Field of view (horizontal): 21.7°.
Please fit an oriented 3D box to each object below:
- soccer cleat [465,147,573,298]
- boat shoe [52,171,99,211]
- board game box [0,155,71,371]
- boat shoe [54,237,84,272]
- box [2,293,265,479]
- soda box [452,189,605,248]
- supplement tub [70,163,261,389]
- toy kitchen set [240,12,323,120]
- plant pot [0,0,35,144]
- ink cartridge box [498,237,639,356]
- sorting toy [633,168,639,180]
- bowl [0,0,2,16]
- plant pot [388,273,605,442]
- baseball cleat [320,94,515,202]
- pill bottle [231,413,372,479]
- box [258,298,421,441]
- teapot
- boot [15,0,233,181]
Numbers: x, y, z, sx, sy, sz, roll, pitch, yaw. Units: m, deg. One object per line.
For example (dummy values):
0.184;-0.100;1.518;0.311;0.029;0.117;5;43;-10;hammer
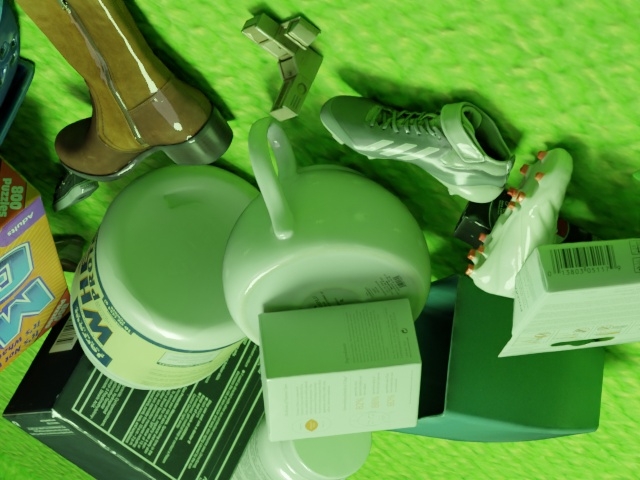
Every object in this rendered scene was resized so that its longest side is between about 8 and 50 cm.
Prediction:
0.219;-0.017;1.708;0.076;0.068;0.196;23;131;-7;soccer cleat
-0.335;-0.073;2.260;0.040;0.049;0.142;64;153;0;boat shoe
-0.594;0.020;2.215;0.356;0.356;0.356;41;160;17;board game box
-0.402;0.018;2.514;0.056;0.048;0.153;27;166;-29;boat shoe
-0.243;0.204;2.397;0.294;0.296;0.183;39;153;-23;box
0.232;0.002;1.794;0.169;0.053;0.060;27;155;0;soda box
-0.190;0.058;2.125;0.235;0.235;0.325;30;156;-6;supplement tub
-0.039;-0.179;1.686;0.083;0.075;0.068;35;154;-26;toy kitchen set
-0.484;-0.179;1.969;0.236;0.236;0.212;20;165;16;plant pot
0.292;0.058;1.740;0.189;0.066;0.232;-5;165;-9;ink cartridge box
0.397;-0.068;1.269;0.348;0.196;0.047;-31;169;22;sorting toy
-0.511;-0.299;1.720;0.391;0.077;0.391;13;123;21;bowl
0.211;0.157;1.976;0.234;0.165;0.166;15;162;-24;plant pot
0.103;-0.116;1.698;0.206;0.072;0.109;24;140;3;baseball cleat
-0.037;0.319;2.579;0.160;0.160;0.283;33;156;-11;pill bottle
0.020;0.144;1.852;0.170;0.091;0.130;-5;142;-4;box
0.000;0.000;1.892;0.253;0.187;0.256;9;139;-21;teapot
-0.271;-0.185;1.896;0.264;0.096;0.280;4;146;42;boot
